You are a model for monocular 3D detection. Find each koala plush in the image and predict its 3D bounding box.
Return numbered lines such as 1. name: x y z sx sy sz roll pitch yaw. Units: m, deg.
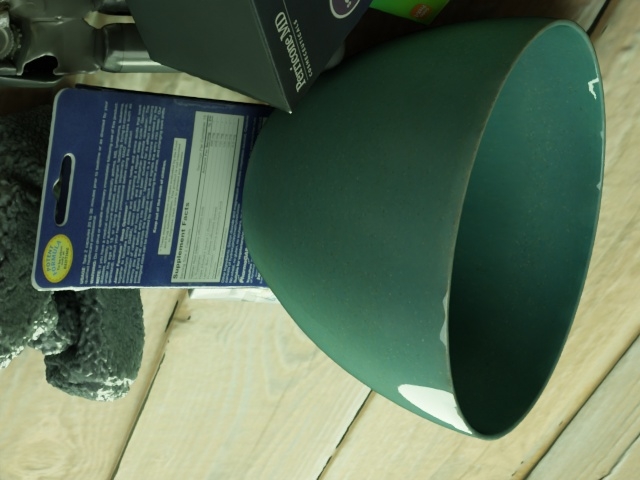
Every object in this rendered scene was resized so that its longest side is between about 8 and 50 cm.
1. koala plush: -0.260 0.009 1.192 0.221 0.203 0.196 -5 162 29

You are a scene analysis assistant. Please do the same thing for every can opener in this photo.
1. can opener: -0.129 -0.143 1.097 0.283 0.076 0.095 -1 175 -15

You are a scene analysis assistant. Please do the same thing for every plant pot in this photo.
1. plant pot: 0.061 -0.022 1.158 0.195 0.290 0.290 11 153 26

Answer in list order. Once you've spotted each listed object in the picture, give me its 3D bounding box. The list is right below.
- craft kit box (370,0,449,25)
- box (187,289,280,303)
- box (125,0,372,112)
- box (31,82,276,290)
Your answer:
1. craft kit box: 0.028 -0.255 0.981 0.246 0.061 0.250 15 137 -28
2. box: 0.000 0.000 1.334 0.186 0.038 0.145 6 141 -21
3. box: -0.032 -0.220 0.799 0.103 0.184 0.261 25 156 27
4. box: -0.112 -0.034 1.134 0.036 0.136 0.225 14 -172 40
